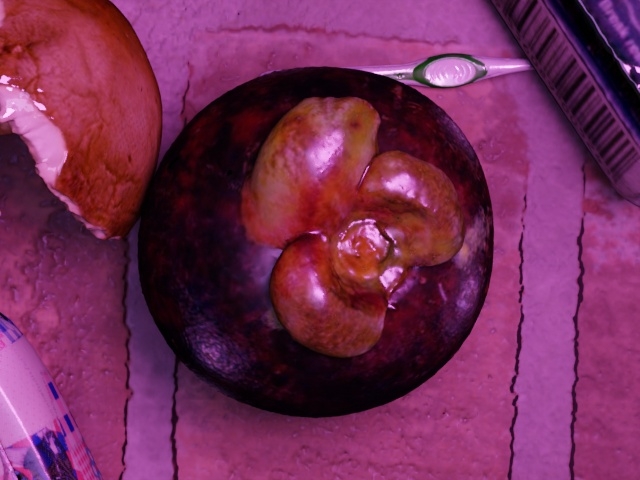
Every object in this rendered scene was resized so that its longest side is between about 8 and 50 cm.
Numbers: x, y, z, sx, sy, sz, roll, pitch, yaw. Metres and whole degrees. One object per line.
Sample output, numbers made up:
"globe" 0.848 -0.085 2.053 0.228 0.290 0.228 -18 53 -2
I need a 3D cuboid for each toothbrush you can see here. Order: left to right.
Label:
"toothbrush" 0.098 -0.139 1.541 0.304 0.030 0.030 -5 93 -2

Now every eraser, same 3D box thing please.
"eraser" 0.206 -0.187 1.460 0.101 0.155 0.332 -30 82 -11

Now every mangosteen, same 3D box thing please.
"mangosteen" 0.000 0.000 1.417 0.288 0.288 0.288 0 93 -2

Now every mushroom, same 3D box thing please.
"mushroom" -0.251 -0.097 1.479 0.208 0.302 0.233 -16 92 -44

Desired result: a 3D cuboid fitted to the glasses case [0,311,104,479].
"glasses case" -0.216 0.204 1.499 0.076 0.125 0.327 -24 94 8
